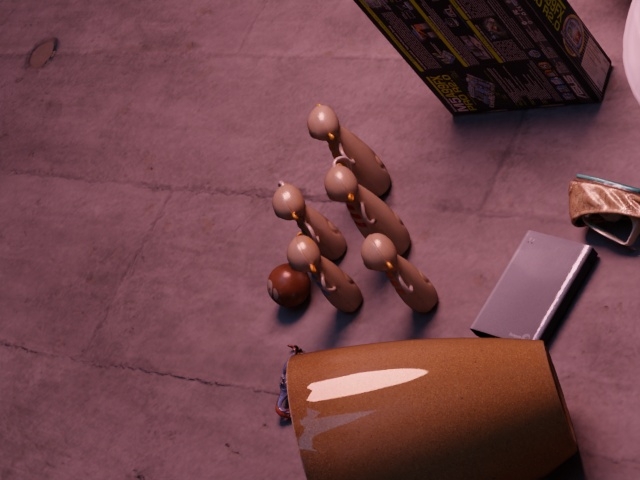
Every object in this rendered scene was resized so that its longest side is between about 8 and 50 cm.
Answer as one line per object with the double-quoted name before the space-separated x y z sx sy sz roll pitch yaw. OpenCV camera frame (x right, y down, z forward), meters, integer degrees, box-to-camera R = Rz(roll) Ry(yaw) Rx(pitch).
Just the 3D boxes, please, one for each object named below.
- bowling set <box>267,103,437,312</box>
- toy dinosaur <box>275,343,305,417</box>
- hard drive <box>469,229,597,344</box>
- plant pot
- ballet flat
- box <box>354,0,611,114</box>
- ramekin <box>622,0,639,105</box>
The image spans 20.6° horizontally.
"bowling set" 0.000 0.000 2.074 0.200 0.154 0.287 -35 41 10
"toy dinosaur" -0.031 0.169 2.064 0.082 0.047 0.090 -61 9 -5
"hard drive" 0.234 0.057 1.934 0.094 0.022 0.135 16 68 46
"plant pot" 0.122 0.193 1.781 0.254 0.237 0.237 -18 45 9
"ballet flat" 0.351 -0.024 1.886 0.206 0.073 0.067 14 94 48
"box" 0.183 -0.252 2.045 0.216 0.270 0.060 -2 57 39
"ramekin" 0.464 -0.214 1.848 0.273 0.127 0.273 -22 58 40
